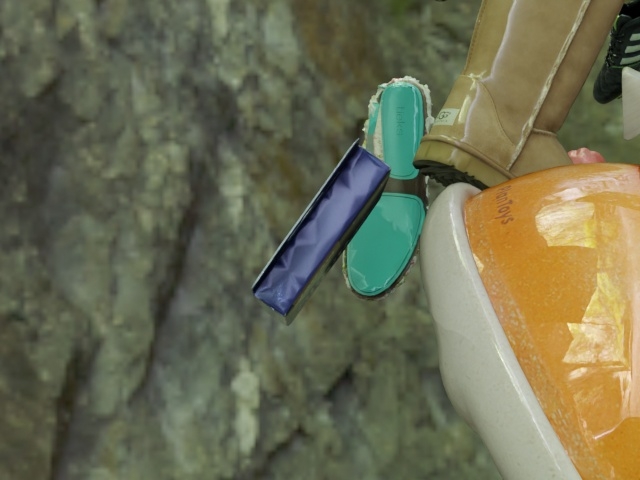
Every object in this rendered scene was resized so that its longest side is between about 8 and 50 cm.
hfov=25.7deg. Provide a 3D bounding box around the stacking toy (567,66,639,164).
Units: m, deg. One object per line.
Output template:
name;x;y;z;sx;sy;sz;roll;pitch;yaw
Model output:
stacking toy;0.425;-0.032;1.634;0.130;0.308;0.280;-67;-7;-61

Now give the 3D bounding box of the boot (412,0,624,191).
boot;0.220;-0.139;1.219;0.089;0.236;0.270;8;70;57

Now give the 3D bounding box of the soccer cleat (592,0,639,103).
soccer cleat;0.365;-0.240;1.661;0.179;0.072;0.060;-57;26;34

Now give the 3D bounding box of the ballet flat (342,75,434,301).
ballet flat;0.078;-0.051;1.470;0.077;0.091;0.241;54;-132;-80

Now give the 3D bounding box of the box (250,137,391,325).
box;0.000;0.000;1.093;0.136;0.036;0.225;-54;-4;-5

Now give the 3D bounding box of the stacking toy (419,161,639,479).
stacking toy;0.330;0.018;0.827;0.351;0.479;0.351;51;-163;-23
